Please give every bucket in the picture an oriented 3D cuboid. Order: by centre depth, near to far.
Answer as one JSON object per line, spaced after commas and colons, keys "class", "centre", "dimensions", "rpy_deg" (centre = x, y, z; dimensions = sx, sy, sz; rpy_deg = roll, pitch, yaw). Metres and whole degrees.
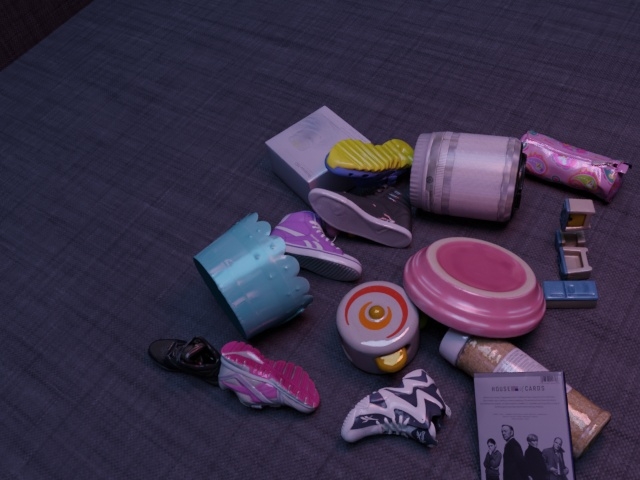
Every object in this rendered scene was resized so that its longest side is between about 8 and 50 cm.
{"class": "bucket", "centre": [-0.168, 0.092, 1.503], "dimensions": [0.183, 0.281, 0.281], "rpy_deg": [-33, 55, -15]}

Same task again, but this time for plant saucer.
{"class": "plant saucer", "centre": [0.358, 0.089, 1.431], "dimensions": [0.333, 0.084, 0.332], "rpy_deg": [7, 30, -4]}

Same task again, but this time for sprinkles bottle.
{"class": "sprinkles bottle", "centre": [0.424, 0.302, 1.322], "dimensions": [0.121, 0.121, 0.355], "rpy_deg": [-40, 57, -19]}

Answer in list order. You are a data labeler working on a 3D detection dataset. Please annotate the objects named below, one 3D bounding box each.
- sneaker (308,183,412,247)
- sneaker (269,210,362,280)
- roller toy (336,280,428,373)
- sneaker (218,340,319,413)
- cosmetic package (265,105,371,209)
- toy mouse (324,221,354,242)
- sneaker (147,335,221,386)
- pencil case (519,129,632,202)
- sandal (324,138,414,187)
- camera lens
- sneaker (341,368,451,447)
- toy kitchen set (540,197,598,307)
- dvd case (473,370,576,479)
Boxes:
{"class": "sneaker", "centre": [0.115, -0.096, 1.659], "dimensions": [0.296, 0.104, 0.146], "rpy_deg": [22, 50, -6]}
{"class": "sneaker", "centre": [0.000, -0.001, 1.636], "dimensions": [0.282, 0.102, 0.161], "rpy_deg": [18, 61, 22]}
{"class": "roller toy", "centre": [0.133, 0.199, 1.437], "dimensions": [0.191, 0.146, 0.209], "rpy_deg": [16, 58, 22]}
{"class": "sneaker", "centre": [-0.123, 0.333, 1.423], "dimensions": [0.252, 0.111, 0.103], "rpy_deg": [26, 23, 8]}
{"class": "cosmetic package", "centre": [-0.001, -0.240, 1.802], "dimensions": [0.225, 0.138, 0.224], "rpy_deg": [-35, 55, -14]}
{"class": "toy mouse", "centre": [0.055, -0.060, 1.720], "dimensions": [0.161, 0.031, 0.143], "rpy_deg": [-41, 57, -19]}
{"class": "sneaker", "centre": [-0.326, 0.267, 1.485], "dimensions": [0.228, 0.130, 0.087], "rpy_deg": [16, 56, 24]}
{"class": "pencil case", "centre": [0.666, -0.203, 1.661], "dimensions": [0.284, 0.124, 0.124], "rpy_deg": [26, 62, 27]}
{"class": "sandal", "centre": [0.131, -0.193, 1.684], "dimensions": [0.318, 0.138, 0.126], "rpy_deg": [-4, 50, -43]}
{"class": "camera lens", "centre": [0.387, -0.169, 1.622], "dimensions": [0.275, 0.219, 0.219], "rpy_deg": [8, 55, 16]}
{"class": "sneaker", "centre": [0.172, 0.391, 1.317], "dimensions": [0.235, 0.094, 0.153], "rpy_deg": [-23, 43, -20]}
{"class": "toy kitchen set", "centre": [0.584, 0.030, 1.468], "dimensions": [0.122, 0.166, 0.207], "rpy_deg": [-2, 53, 9]}
{"class": "dvd case", "centre": [0.402, 0.382, 1.231], "dimensions": [0.179, 0.030, 0.238], "rpy_deg": [-8, 75, 29]}
